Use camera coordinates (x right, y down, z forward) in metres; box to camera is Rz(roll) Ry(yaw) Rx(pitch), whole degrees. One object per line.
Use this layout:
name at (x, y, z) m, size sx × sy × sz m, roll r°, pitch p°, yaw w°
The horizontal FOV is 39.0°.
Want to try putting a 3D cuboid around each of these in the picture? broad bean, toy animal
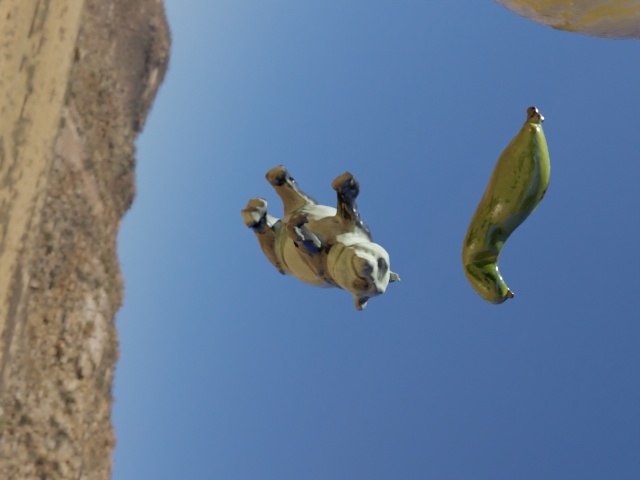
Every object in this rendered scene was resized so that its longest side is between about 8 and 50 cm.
broad bean at (0.199, -0.038, 0.962) m, size 0.048 × 0.070 × 0.213 m, roll -5°, pitch 110°, yaw -65°
toy animal at (0.000, 0.000, 0.901) m, size 0.094 × 0.121 × 0.225 m, roll -38°, pitch -156°, yaw -20°

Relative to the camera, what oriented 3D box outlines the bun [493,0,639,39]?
bun at (0.241, -0.310, 0.610) m, size 0.202 × 0.364 × 0.364 m, roll -119°, pitch -133°, yaw -64°
